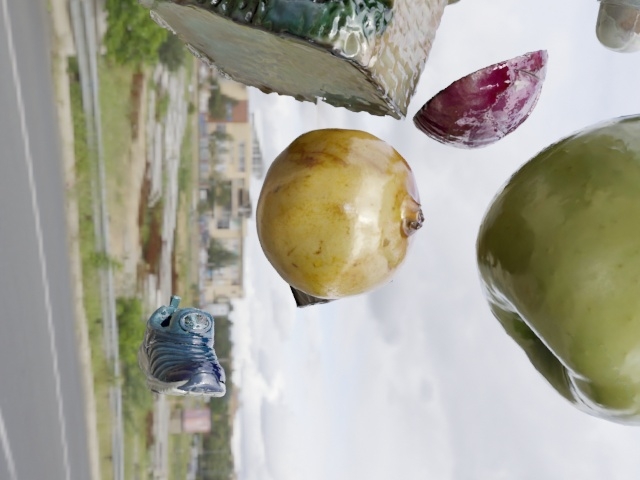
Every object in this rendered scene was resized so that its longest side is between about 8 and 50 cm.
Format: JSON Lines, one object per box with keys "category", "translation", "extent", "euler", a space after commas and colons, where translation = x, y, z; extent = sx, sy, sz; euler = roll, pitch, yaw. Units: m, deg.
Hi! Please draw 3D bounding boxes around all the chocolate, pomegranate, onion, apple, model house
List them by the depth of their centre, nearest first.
{"category": "apple", "translation": [0.461, 0.031, 1.212], "extent": [0.473, 0.473, 0.474], "euler": [179, -90, -81]}
{"category": "pomegranate", "translation": [0.030, -0.038, 1.247], "extent": [0.264, 0.264, 0.265], "euler": [179, -90, -81]}
{"category": "model house", "translation": [-0.009, -0.475, 1.444], "extent": [0.395, 0.445, 0.400], "euler": [35, 76, -61]}
{"category": "onion", "translation": [0.304, -0.234, 1.472], "extent": [0.111, 0.250, 0.247], "euler": [69, -18, 7]}
{"category": "chocolate", "translation": [0.745, -0.528, 2.018], "extent": [0.221, 0.221, 0.147], "euler": [-111, -151, -65]}

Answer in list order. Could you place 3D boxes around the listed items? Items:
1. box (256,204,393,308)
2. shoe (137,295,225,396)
{"category": "box", "translation": [0.000, 0.000, 1.660], "extent": [0.188, 0.153, 0.252], "euler": [-24, -93, 67]}
{"category": "shoe", "translation": [-0.176, 0.137, 1.062], "extent": [0.207, 0.091, 0.106], "euler": [33, -70, 62]}
